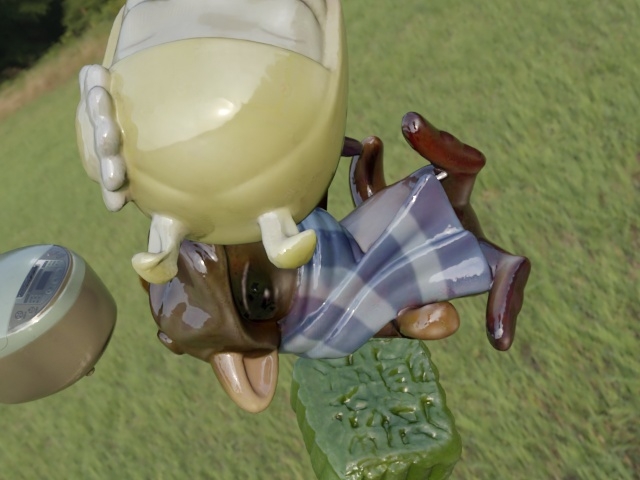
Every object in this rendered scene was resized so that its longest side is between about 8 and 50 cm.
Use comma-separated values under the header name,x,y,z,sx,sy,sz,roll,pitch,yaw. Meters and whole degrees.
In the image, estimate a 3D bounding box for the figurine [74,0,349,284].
name,x,y,z,sx,sy,sz,roll,pitch,yaw
figurine,-0.035,-0.157,0.532,0.226,0.274,0.394,-2,66,5

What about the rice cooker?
name,x,y,z,sx,sy,sz,roll,pitch,yaw
rice cooker,-0.295,0.086,1.025,0.206,0.127,0.145,-22,34,35

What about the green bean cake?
name,x,y,z,sx,sy,sz,roll,pitch,yaw
green bean cake,0.082,0.272,1.553,0.222,0.125,0.248,-9,54,-15

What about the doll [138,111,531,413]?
name,x,y,z,sx,sy,sz,roll,pitch,yaw
doll,0.001,-0.003,0.954,0.339,0.209,0.318,-15,53,-21
